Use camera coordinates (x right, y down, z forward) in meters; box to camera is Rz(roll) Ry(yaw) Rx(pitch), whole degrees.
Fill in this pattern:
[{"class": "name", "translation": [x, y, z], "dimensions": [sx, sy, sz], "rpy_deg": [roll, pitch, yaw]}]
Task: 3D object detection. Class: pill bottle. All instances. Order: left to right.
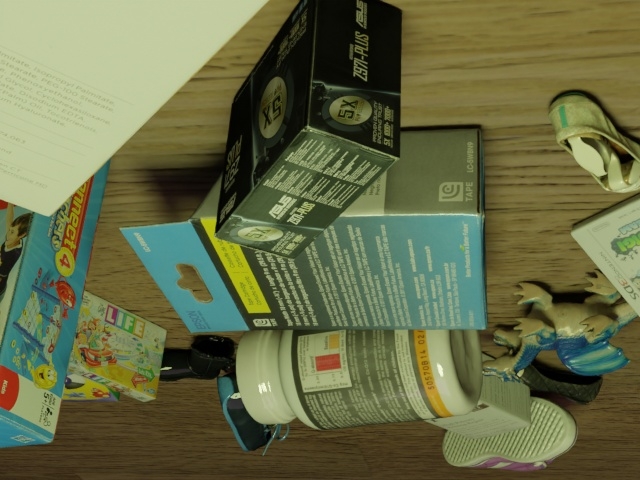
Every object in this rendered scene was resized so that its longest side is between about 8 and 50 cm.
[{"class": "pill bottle", "translation": [0.047, 0.149, 1.123], "dimensions": [0.279, 0.162, 0.162], "rpy_deg": [-11, 147, 23]}]

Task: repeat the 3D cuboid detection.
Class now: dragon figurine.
[{"class": "dragon figurine", "translation": [0.322, 0.108, 1.097], "dimensions": [0.289, 0.085, 0.144], "rpy_deg": [-11, 147, 25]}]

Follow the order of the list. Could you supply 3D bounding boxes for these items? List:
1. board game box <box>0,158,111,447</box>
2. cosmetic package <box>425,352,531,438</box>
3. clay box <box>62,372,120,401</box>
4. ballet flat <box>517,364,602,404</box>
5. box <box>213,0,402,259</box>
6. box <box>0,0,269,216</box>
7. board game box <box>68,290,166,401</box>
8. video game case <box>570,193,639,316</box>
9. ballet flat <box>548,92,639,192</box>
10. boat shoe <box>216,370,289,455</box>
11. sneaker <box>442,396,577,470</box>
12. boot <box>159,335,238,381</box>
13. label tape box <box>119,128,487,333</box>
[{"class": "board game box", "translation": [-0.367, 0.043, 0.853], "dimensions": [0.308, 0.301, 0.086], "rpy_deg": [-9, 148, 22]}, {"class": "cosmetic package", "translation": [0.183, 0.206, 1.285], "dimensions": [0.231, 0.085, 0.117], "rpy_deg": [25, 143, -34]}, {"class": "clay box", "translation": [-0.386, 0.175, 1.327], "dimensions": [0.128, 0.053, 0.222], "rpy_deg": [-2, 150, 9]}, {"class": "ballet flat", "translation": [0.326, 0.190, 1.291], "dimensions": [0.173, 0.057, 0.049], "rpy_deg": [19, 106, -26]}, {"class": "box", "translation": [-0.013, -0.091, 0.733], "dimensions": [0.078, 0.147, 0.180], "rpy_deg": [17, 148, -22]}, {"class": "box", "translation": [-0.139, -0.195, 0.505], "dimensions": [0.168, 0.215, 0.345], "rpy_deg": [23, 145, -30]}, {"class": "board game box", "translation": [-0.276, 0.141, 1.206], "dimensions": [0.026, 0.103, 0.154], "rpy_deg": [-20, 143, 35]}, {"class": "video game case", "translation": [0.361, 0.011, 0.926], "dimensions": [0.143, 0.019, 0.157], "rpy_deg": [48, 135, -10]}, {"class": "ballet flat", "translation": [0.258, -0.073, 0.827], "dimensions": [0.057, 0.052, 0.168], "rpy_deg": [-24, 140, 39]}, {"class": "boat shoe", "translation": [-0.091, 0.266, 1.388], "dimensions": [0.089, 0.109, 0.258], "rpy_deg": [-15, 160, -2]}, {"class": "sneaker", "translation": [0.340, 0.314, 1.449], "dimensions": [0.161, 0.102, 0.282], "rpy_deg": [15, 159, -24]}, {"class": "boot", "translation": [-0.185, 0.169, 1.303], "dimensions": [0.121, 0.045, 0.099], "rpy_deg": [7, 153, -19]}, {"class": "label tape box", "translation": [0.000, 0.000, 0.929], "dimensions": [0.334, 0.105, 0.240], "rpy_deg": [-1, 149, 10]}]
